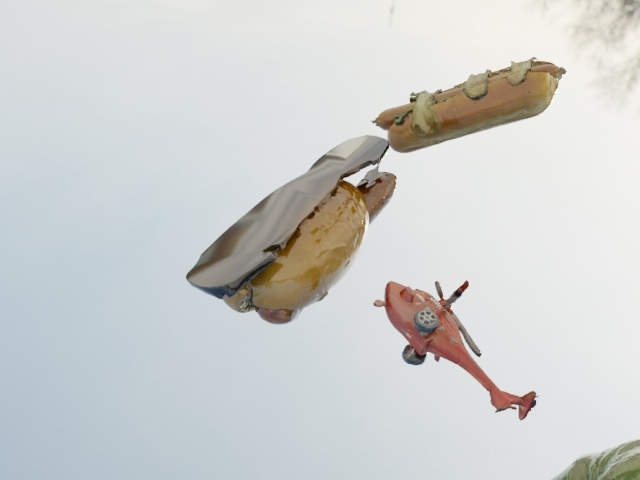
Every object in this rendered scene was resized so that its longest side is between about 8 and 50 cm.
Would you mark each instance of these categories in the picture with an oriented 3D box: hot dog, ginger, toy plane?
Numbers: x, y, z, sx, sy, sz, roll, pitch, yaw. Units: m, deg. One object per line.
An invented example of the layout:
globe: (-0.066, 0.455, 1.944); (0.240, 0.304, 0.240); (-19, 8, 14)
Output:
hot dog: (-0.005, 0.001, 1.228); (0.326, 0.107, 0.194); (-38, -158, -24)
ginger: (0.334, 0.279, 1.148); (0.089, 0.290, 0.137); (38, -112, -9)
toy plane: (0.132, 0.115, 1.067); (0.077, 0.126, 0.194); (-22, -106, -30)
hot dog: (0.193, -0.178, 1.357); (0.270, 0.072, 0.109); (-15, -162, 24)
